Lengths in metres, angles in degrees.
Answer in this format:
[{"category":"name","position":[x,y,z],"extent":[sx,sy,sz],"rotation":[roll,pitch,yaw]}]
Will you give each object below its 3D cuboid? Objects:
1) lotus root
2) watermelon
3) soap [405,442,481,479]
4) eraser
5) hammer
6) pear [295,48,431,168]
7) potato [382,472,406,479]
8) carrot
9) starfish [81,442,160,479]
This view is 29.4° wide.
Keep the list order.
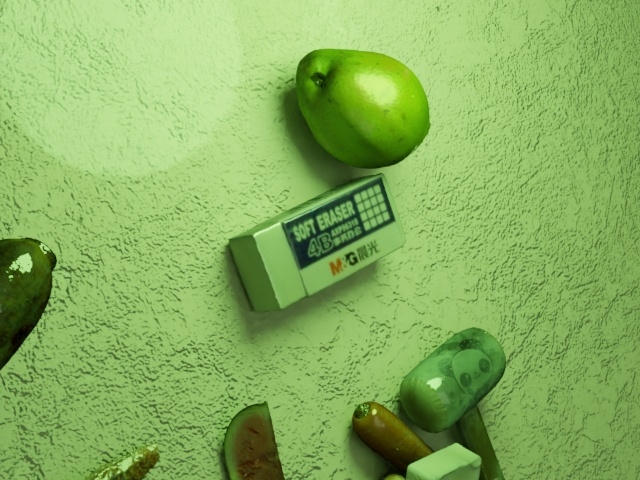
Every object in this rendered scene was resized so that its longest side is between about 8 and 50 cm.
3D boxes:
[{"category":"lotus root","position":[-0.420,0.093,1.484],"extent":[0.123,0.124,0.241],"rotation":[50,58,-35]},{"category":"watermelon","position":[-0.086,0.308,1.759],"extent":[0.069,0.087,0.163],"rotation":[-22,101,-69]},{"category":"soap","position":[0.184,0.420,1.894],"extent":[0.121,0.063,0.183],"rotation":[-14,118,-42]},{"category":"eraser","position":[0.000,0.000,1.851],"extent":[0.279,0.081,0.124],"rotation":[-26,101,-37]},{"category":"hammer","position":[0.247,0.311,2.008],"extent":[0.202,0.113,0.305],"rotation":[-34,114,-32]},{"category":"pear","position":[0.059,-0.209,1.857],"extent":[0.219,0.187,0.187],"rotation":[41,62,-35]},{"category":"potato","position":[0.111,0.404,1.909],"extent":[0.083,0.062,0.068],"rotation":[-25,72,-13]},{"category":"carrot","position":[0.129,0.325,1.923],"extent":[0.225,0.067,0.067],"rotation":[41,62,-29]},{"category":"starfish","position":[-0.372,0.426,1.493],"extent":[0.383,0.132,0.398],"rotation":[14,73,-32]}]
